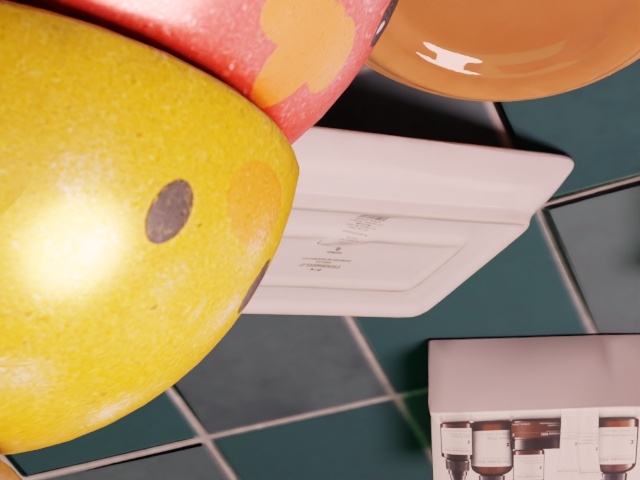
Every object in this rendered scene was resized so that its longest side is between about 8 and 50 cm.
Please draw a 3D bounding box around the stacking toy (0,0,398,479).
[{"bbox_3d":[-0.103,-0.055,0.627,0.350,0.480,0.350,7,167,2],"label":"stacking toy"}]

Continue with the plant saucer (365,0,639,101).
[{"bbox_3d":[0.084,-0.133,0.910,0.200,0.037,0.200,1,137,1],"label":"plant saucer"}]

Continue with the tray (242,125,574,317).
[{"bbox_3d":[0.000,0.000,0.974,0.270,0.030,0.145,3,144,-45],"label":"tray"}]

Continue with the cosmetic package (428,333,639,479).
[{"bbox_3d":[0.182,0.107,1.150,0.239,0.060,0.099,-2,138,4],"label":"cosmetic package"}]
